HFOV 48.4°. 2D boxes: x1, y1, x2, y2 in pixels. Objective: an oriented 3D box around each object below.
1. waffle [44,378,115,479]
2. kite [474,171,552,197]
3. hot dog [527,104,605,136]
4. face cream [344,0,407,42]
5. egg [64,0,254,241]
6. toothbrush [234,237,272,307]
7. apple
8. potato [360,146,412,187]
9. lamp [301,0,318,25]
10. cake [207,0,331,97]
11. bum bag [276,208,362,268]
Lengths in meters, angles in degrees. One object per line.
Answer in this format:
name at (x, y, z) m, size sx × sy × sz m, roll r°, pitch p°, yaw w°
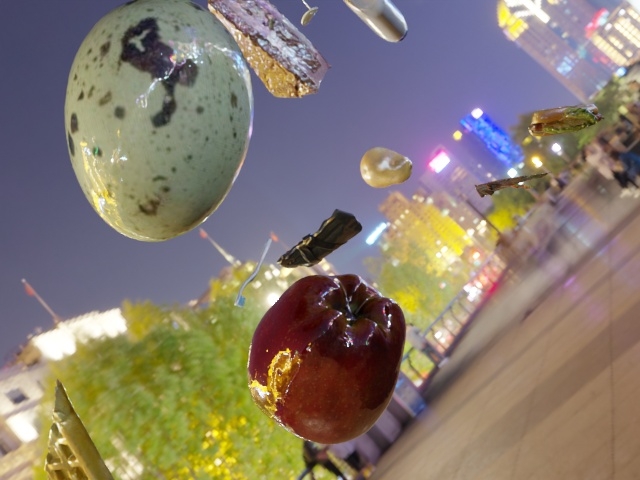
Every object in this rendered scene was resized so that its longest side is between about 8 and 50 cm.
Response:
waffle at (-0.342, 0.266, 0.906) m, size 0.125 × 0.191 × 0.032 m, roll -13°, pitch 22°, yaw 19°
kite at (0.354, -0.103, 1.359) m, size 0.159 × 0.010 × 0.190 m, roll -4°, pitch -8°, yaw -29°
hot dog at (0.411, -0.200, 1.190) m, size 0.133 × 0.041 × 0.056 m, roll -10°, pitch -43°, yaw -6°
face cream at (0.141, -0.559, 1.738) m, size 0.080 × 0.163 × 0.336 m, roll -43°, pitch -16°, yaw 16°
egg at (-0.248, -0.188, 1.106) m, size 0.287 × 0.287 × 0.380 m, roll 3°, pitch -84°, yaw -77°
toothbrush at (-0.087, 0.040, 0.938) m, size 0.011 × 0.013 × 0.131 m, roll -44°, pitch 16°, yaw 41°
apple at (0.010, 0.217, 1.311) m, size 0.288 × 0.288 × 0.317 m, roll -34°, pitch -25°, yaw -49°
potato at (0.111, -0.123, 1.198) m, size 0.062 × 0.083 × 0.068 m, roll -15°, pitch -71°, yaw -63°
lamp at (-0.086, -0.659, 1.865) m, size 0.056 × 0.198 × 0.050 m, roll -36°, pitch 7°, yaw 42°
cake at (-0.117, -0.421, 1.498) m, size 0.112 × 0.295 × 0.116 m, roll -22°, pitch 27°, yaw 54°
bum bag at (0.000, 0.000, 1.383) m, size 0.087 × 0.049 × 0.197 m, roll 20°, pitch -46°, yaw -38°
